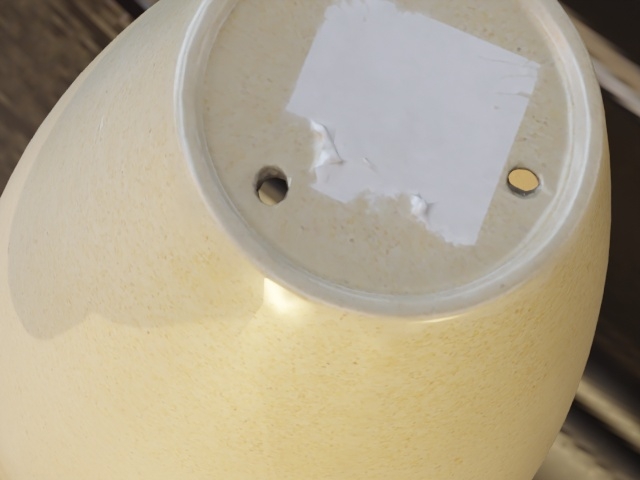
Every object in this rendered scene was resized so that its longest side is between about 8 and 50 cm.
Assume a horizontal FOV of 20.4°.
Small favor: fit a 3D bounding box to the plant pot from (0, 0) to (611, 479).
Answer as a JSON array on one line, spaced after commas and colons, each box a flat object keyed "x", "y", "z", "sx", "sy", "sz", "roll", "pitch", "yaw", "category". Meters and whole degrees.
[{"x": 0.000, "y": 0.000, "z": 0.635, "sx": 0.256, "sy": 0.256, "sz": 0.274, "roll": 35, "pitch": 160, "yaw": 2, "category": "plant pot"}]
